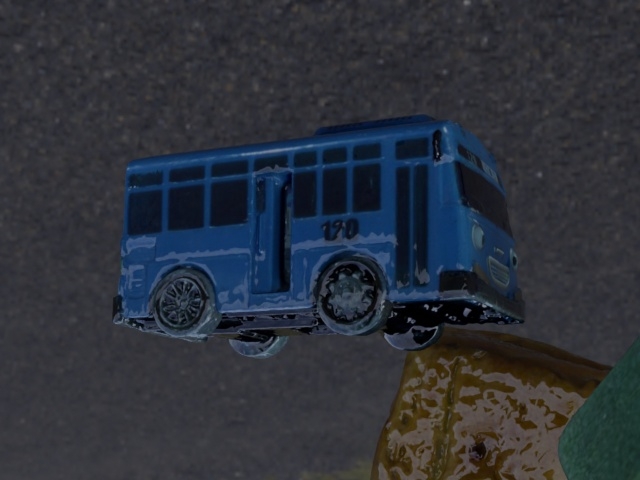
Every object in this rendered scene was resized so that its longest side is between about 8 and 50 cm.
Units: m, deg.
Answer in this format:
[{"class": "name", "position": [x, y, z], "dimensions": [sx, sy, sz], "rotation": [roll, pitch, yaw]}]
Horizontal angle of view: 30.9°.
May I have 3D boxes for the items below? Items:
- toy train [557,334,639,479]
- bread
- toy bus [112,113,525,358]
[{"class": "toy train", "position": [0.173, 0.172, 0.445], "dimensions": [0.167, 0.299, 0.238], "rotation": [24, 112, -22]}, {"class": "bread", "position": [0.108, 0.209, 0.752], "dimensions": [0.167, 0.294, 0.132], "rotation": [14, 179, 19]}, {"class": "toy bus", "position": [0.000, 0.000, 0.559], "dimensions": [0.185, 0.106, 0.090], "rotation": [-5, 165, 24]}]
